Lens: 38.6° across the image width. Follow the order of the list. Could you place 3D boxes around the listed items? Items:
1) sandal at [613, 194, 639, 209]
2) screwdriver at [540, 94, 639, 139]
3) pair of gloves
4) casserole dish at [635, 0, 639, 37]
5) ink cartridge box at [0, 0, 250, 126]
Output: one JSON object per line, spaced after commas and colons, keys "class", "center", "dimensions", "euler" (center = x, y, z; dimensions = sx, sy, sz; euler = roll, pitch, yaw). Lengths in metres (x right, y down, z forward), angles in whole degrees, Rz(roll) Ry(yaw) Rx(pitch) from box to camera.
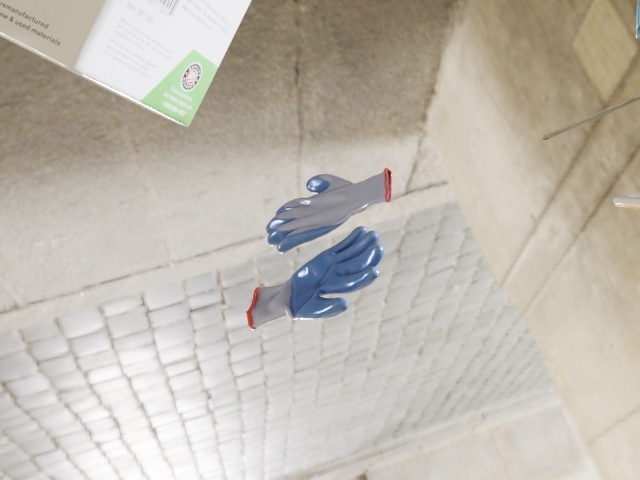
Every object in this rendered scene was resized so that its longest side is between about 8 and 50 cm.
{"class": "sandal", "center": [0.606, -0.027, 1.518], "dimensions": [0.102, 0.076, 0.265], "euler": [0, -172, -35]}
{"class": "screwdriver", "center": [0.262, -0.121, 0.765], "dimensions": [0.170, 0.025, 0.024], "euler": [-18, 175, 3]}
{"class": "pair of gloves", "center": [0.000, 0.000, 0.894], "dimensions": [0.159, 0.198, 0.023], "euler": [-22, 130, 30]}
{"class": "casserole dish", "center": [0.421, -0.340, 1.159], "dimensions": [0.037, 0.188, 0.114], "euler": [2, 139, 17]}
{"class": "ink cartridge box", "center": [-0.100, -0.200, 0.577], "dimensions": [0.219, 0.093, 0.160], "euler": [-63, 165, 2]}
